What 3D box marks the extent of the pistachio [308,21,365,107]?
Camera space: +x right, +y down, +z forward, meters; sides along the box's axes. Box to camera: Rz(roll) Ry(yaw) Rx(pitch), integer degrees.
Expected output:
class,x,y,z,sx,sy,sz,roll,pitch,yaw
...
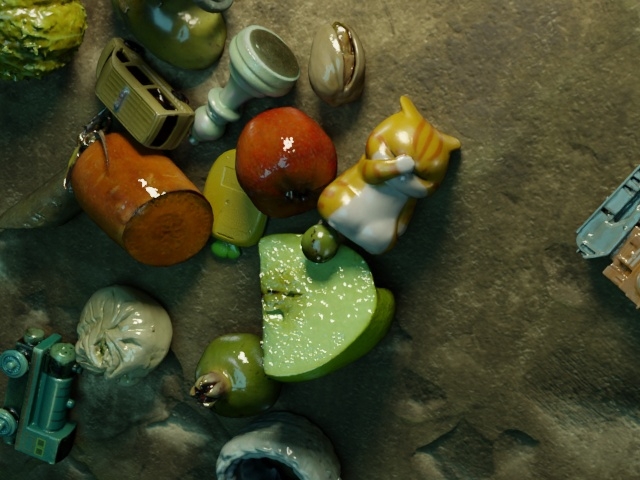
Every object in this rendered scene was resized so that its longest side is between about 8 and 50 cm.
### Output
class,x,y,z,sx,sy,sz,roll,pitch,yaw
pistachio,0.029,-0.316,1.390,0.113,0.113,0.149,0,87,20

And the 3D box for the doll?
class,x,y,z,sx,sy,sz,roll,pitch,yaw
doll,0.116,-0.099,1.368,0.167,0.162,0.269,35,110,-21

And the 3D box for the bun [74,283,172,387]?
class,x,y,z,sx,sy,sz,roll,pitch,yaw
bun,-0.433,0.210,1.656,0.229,0.145,0.229,6,108,20

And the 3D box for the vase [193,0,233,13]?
class,x,y,z,sx,sy,sz,roll,pitch,yaw
vase,-0.235,-0.512,1.339,0.156,0.301,0.251,-15,106,22

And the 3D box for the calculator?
class,x,y,z,sx,sy,sz,roll,pitch,yaw
calculator,-0.172,-0.068,1.553,0.146,0.032,0.234,19,110,15

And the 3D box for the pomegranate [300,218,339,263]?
class,x,y,z,sx,sy,sz,roll,pitch,yaw
pomegranate,-0.001,0.004,1.385,0.073,0.084,0.073,-1,106,-2

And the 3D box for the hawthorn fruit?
class,x,y,z,sx,sy,sz,roll,pitch,yaw
hawthorn fruit,-0.070,-0.163,1.433,0.197,0.196,0.225,-31,60,23

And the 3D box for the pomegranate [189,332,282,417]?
class,x,y,z,sx,sy,sz,roll,pitch,yaw
pomegranate,-0.164,0.270,1.540,0.179,0.210,0.179,0,86,-1

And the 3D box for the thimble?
class,x,y,z,sx,sy,sz,roll,pitch,yaw
thimble,-0.081,0.472,1.574,0.250,0.172,0.204,24,108,15

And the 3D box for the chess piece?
class,x,y,z,sx,sy,sz,roll,pitch,yaw
chess piece,-0.168,-0.267,1.469,0.139,0.139,0.272,51,125,2

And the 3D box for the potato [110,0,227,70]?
class,x,y,z,sx,sy,sz,roll,pitch,yaw
potato,-0.309,-0.434,1.475,0.271,0.111,0.160,45,111,4

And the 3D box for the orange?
class,x,y,z,sx,sy,sz,roll,pitch,yaw
orange,-0.615,-0.456,1.506,0.301,0.223,0.300,2,114,25

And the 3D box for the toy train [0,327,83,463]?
class,x,y,z,sx,sy,sz,roll,pitch,yaw
toy train,-0.643,0.353,1.782,0.194,0.120,0.298,19,108,7

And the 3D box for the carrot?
class,x,y,z,sx,sy,sz,roll,pitch,yaw
carrot,-0.382,-0.109,1.521,0.193,0.214,0.331,-47,70,10

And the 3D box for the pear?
class,x,y,z,sx,sy,sz,roll,pitch,yaw
pear,0.010,0.123,1.459,0.292,0.159,0.292,-4,73,12

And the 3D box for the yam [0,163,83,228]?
class,x,y,z,sx,sy,sz,roll,pitch,yaw
yam,-0.573,-0.078,1.657,0.259,0.106,0.106,-32,91,23

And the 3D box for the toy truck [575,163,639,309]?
class,x,y,z,sx,sy,sz,roll,pitch,yaw
toy truck,0.573,-0.065,1.237,0.184,0.133,0.338,44,116,23

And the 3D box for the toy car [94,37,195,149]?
class,x,y,z,sx,sy,sz,roll,pitch,yaw
toy car,-0.361,-0.288,1.496,0.256,0.124,0.101,46,117,19
